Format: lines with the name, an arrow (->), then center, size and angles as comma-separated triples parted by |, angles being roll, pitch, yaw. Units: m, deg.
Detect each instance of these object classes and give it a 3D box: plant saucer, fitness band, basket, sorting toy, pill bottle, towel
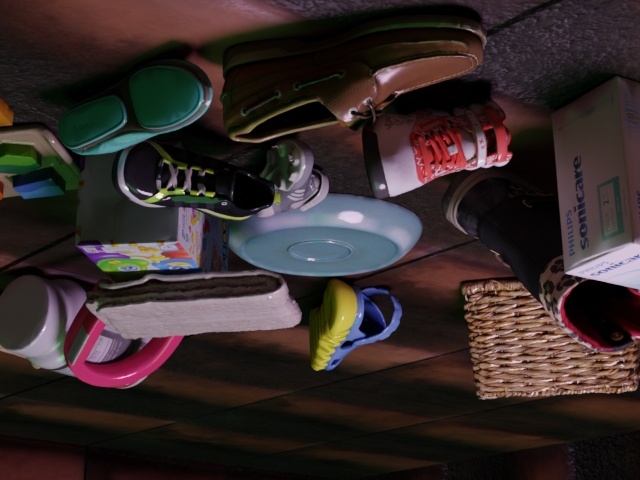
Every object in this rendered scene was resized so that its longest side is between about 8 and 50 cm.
plant saucer -> 0.000, 0.000, 2.092 | 0.317, 0.044, 0.317 | 1, 161, 0
fitness band -> -0.314, 0.138, 2.275 | 0.209, 0.054, 0.291 | 3, 132, -45
basket -> 0.419, 0.143, 2.430 | 0.299, 0.223, 0.213 | -5, -166, 16
sorting toy -> -0.443, -0.109, 1.777 | 0.229, 0.041, 0.307 | -2, 161, 8
pill bottle -> -0.428, 0.159, 2.389 | 0.161, 0.161, 0.283 | -11, 158, 32
towel -> -0.175, 0.091, 1.906 | 0.282, 0.049, 0.187 | -4, 162, 7

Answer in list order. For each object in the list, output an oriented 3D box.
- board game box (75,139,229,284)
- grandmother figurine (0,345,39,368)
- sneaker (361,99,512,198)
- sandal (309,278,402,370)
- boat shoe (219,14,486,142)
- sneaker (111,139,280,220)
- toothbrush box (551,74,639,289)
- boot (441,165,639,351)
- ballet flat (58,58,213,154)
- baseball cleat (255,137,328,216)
board game box -> -0.227, -0.018, 1.882 | 0.142, 0.144, 0.275 | -3, 161, 9
grandmother figurine -> -0.630, 0.151, 2.486 | 0.208, 0.104, 0.342 | -39, 143, 19
sneaker -> 0.141, -0.113, 1.567 | 0.144, 0.090, 0.270 | -8, -172, 16
sandal -> 0.056, 0.160, 2.453 | 0.138, 0.126, 0.317 | 0, 163, -12
boat shoe -> 0.036, -0.168, 1.488 | 0.307, 0.105, 0.110 | -8, 159, 23
sneaker -> -0.149, -0.080, 1.701 | 0.234, 0.084, 0.097 | 10, 169, -42
toothbrush box -> 0.437, -0.052, 1.652 | 0.295, 0.216, 0.126 | 12, 156, -28
boot -> 0.368, 0.037, 1.826 | 0.377, 0.284, 0.138 | 21, 109, -35
ballet flat -> -0.201, -0.160, 1.590 | 0.247, 0.083, 0.087 | -14, -179, 37
baseball cleat -> -0.030, -0.090, 1.813 | 0.109, 0.072, 0.206 | -9, 169, -24
